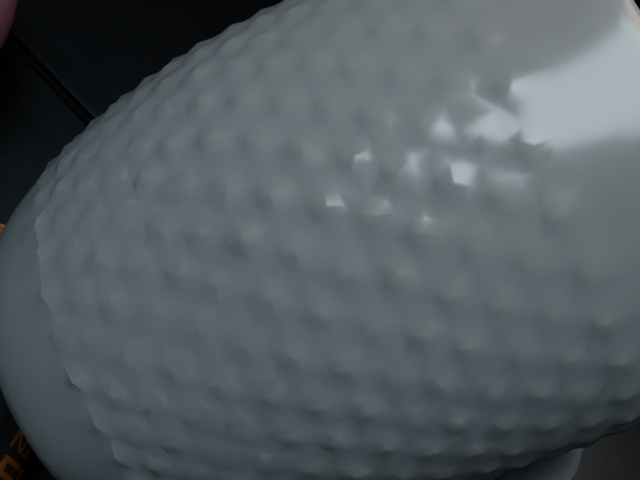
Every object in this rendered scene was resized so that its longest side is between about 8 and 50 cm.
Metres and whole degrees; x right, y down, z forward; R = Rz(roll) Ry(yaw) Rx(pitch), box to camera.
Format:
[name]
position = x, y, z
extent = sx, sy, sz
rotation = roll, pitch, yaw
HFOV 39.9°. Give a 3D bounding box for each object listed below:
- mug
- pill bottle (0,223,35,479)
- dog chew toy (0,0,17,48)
[mug]
position = 0.024, 0.050, 0.507
extent = 0.328, 0.374, 0.276
rotation = -22, 28, 6
[pill bottle]
position = -0.234, 0.109, 0.525
extent = 0.130, 0.130, 0.245
rotation = 20, 60, -1
[dog chew toy]
position = -0.363, -0.252, 0.667
extent = 0.207, 0.206, 0.332
rotation = -21, 60, -22
